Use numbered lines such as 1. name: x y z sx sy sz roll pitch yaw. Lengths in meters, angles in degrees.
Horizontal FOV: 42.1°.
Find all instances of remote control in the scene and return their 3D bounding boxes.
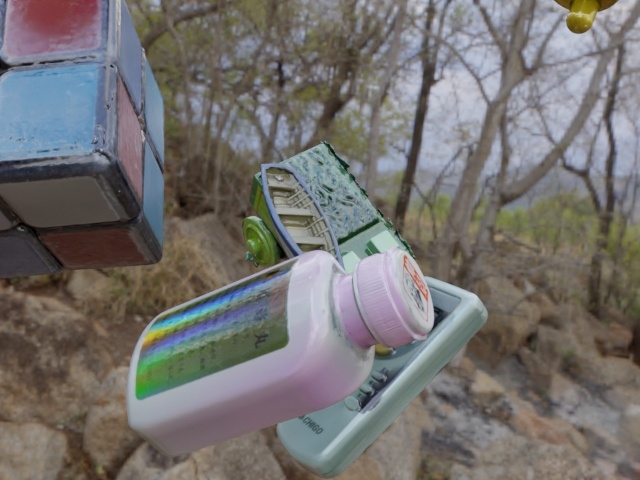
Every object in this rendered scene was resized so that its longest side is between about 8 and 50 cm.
1. remote control: 0.071 0.165 1.042 0.056 0.296 0.140 53 -14 -24

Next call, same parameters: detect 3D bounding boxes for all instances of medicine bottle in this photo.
1. medicine bottle: -0.031 0.071 0.586 0.219 0.115 0.078 -22 -55 22

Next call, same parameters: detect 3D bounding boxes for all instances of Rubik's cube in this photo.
1. Rubik's cube: -0.403 -0.149 1.179 0.314 0.318 0.316 -5 -25 1

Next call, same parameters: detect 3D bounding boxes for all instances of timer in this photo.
1. timer: 0.334 -0.330 1.053 0.107 0.109 0.107 21 -25 10

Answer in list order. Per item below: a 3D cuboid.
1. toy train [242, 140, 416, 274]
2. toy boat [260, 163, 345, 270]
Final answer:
1. toy train: 0.000 0.000 1.207 0.159 0.271 0.188 -28 -19 -25
2. toy boat: -0.023 -0.008 1.018 0.080 0.046 0.228 3 45 -34
